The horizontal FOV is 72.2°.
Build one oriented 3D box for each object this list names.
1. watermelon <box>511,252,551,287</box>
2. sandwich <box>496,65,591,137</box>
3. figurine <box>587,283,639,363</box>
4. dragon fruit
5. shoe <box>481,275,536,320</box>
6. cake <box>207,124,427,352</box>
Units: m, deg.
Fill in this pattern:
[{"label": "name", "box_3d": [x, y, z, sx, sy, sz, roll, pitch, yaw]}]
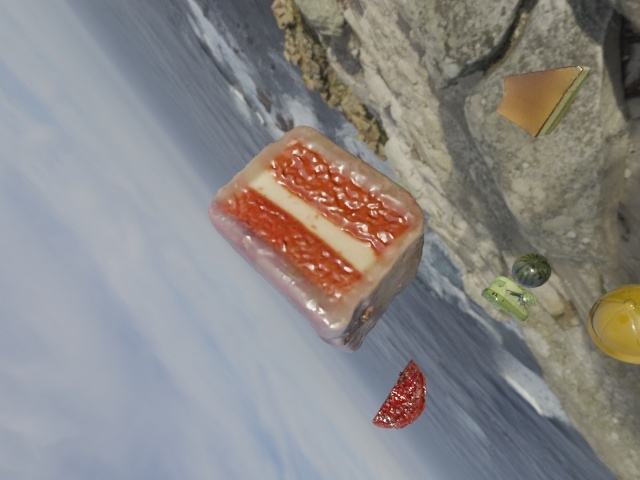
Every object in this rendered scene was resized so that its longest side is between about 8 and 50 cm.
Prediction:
[{"label": "watermelon", "box_3d": [0.626, 0.093, 1.309, 0.105, 0.105, 0.133, 48, 176, 28]}, {"label": "sandwich", "box_3d": [0.641, -0.443, 1.284, 0.186, 0.108, 0.220, 49, 139, 27]}, {"label": "figurine", "box_3d": [0.708, 0.181, 0.979, 0.256, 0.192, 0.167, 14, -137, -54]}, {"label": "dragon fruit", "box_3d": [0.188, 0.355, 0.973, 0.083, 0.162, 0.106, 26, 161, 19]}, {"label": "shoe", "box_3d": [0.692, 0.215, 1.595, 0.262, 0.128, 0.140, 25, -159, -39]}, {"label": "cake", "box_3d": [0.000, 0.000, 0.729, 0.309, 0.237, 0.230, 40, 168, 19]}]
